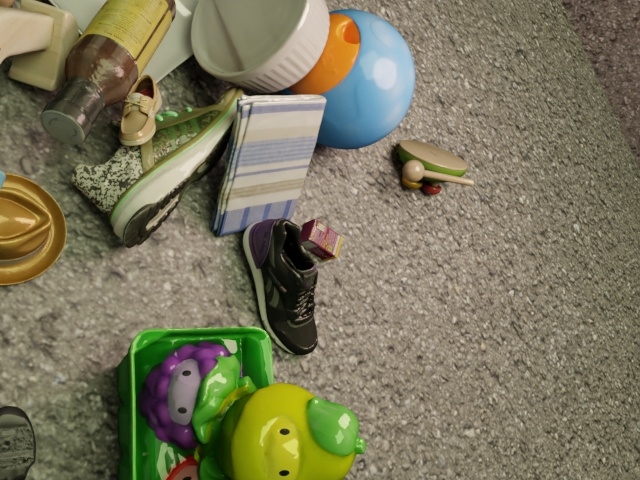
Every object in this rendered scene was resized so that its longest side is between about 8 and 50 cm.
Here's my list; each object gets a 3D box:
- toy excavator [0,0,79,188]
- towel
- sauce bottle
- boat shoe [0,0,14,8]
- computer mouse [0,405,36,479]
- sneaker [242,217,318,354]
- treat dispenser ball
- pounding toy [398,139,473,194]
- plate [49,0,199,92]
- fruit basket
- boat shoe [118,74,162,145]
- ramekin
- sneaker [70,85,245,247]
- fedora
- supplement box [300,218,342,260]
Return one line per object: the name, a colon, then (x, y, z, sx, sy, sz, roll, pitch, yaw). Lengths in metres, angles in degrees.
toy excavator: (-0.489, -0.186, 0.805, 0.222, 0.433, 0.446, 20, 81, 2)
towel: (-0.101, -0.145, 1.177, 0.209, 0.285, 0.034, -15, 44, -42)
sauce bottle: (-0.344, -0.301, 1.009, 0.111, 0.111, 0.345, 37, 48, -25)
boat shoe: (-0.609, -0.476, 0.925, 0.341, 0.110, 0.122, 40, 55, -24)
computer mouse: (-0.445, 0.357, 0.869, 0.071, 0.041, 0.242, 6, 80, -29)
sneaker: (-0.056, 0.095, 1.191, 0.107, 0.124, 0.284, -30, 104, -41)
treat dispenser ball: (0.057, -0.339, 1.316, 0.288, 0.288, 0.289, 13, 69, -36)
pounding toy: (0.268, -0.160, 1.548, 0.182, 0.110, 0.237, 16, 24, -4)
plate: (-0.360, -0.438, 1.163, 0.278, 0.045, 0.277, 50, 52, -17)
fruit basket: (-0.136, 0.309, 0.917, 0.282, 0.392, 0.393, 5, 74, -39)
boat shoe: (-0.308, -0.223, 1.040, 0.062, 0.059, 0.170, -3, 42, -1)
ramekin: (-0.107, -0.410, 1.183, 0.127, 0.272, 0.273, 25, 60, -58)
sneaker: (-0.279, -0.184, 1.104, 0.182, 0.158, 0.410, 37, 50, -5)
fedora: (-0.473, -0.026, 0.925, 0.194, 0.079, 0.195, 13, 69, -37)
supplement box: (0.000, 0.000, 1.330, 0.083, 0.043, 0.055, 35, 58, -28)
